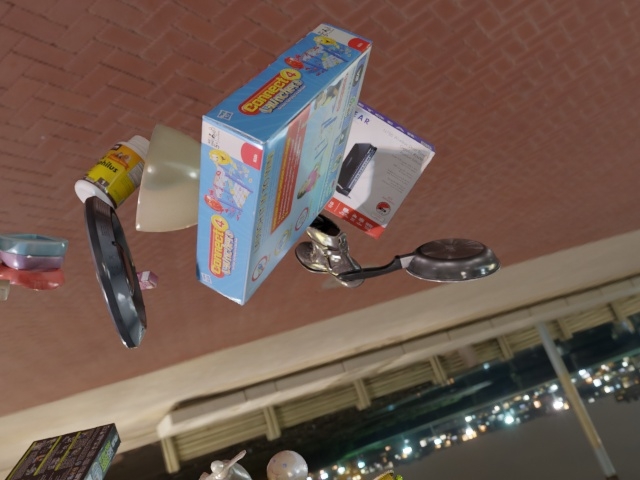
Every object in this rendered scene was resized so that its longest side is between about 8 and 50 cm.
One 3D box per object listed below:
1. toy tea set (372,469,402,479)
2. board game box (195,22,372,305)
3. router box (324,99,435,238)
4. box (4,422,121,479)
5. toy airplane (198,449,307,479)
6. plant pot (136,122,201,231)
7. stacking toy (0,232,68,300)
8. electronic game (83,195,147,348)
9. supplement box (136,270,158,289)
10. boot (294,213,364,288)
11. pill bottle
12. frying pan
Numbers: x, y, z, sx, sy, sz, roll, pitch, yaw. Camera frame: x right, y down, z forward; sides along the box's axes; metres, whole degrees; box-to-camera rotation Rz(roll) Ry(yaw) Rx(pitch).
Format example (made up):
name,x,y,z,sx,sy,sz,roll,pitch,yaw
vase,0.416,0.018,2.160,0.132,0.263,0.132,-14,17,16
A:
name,x,y,z,sx,sy,sz,roll,pitch,yaw
toy tea set,0.120,0.812,1.810,0.336,0.124,0.200,-34,147,-3
board game box,-0.055,-0.111,0.910,0.302,0.086,0.308,-52,163,-42
router box,0.098,-0.216,1.749,0.301,0.335,0.082,-59,-177,23
box,-0.602,0.533,1.434,0.216,0.060,0.270,-14,-167,1
toy airplane,-0.075,0.581,1.310,0.386,0.272,0.384,16,172,-6
plant pot,-0.360,-0.147,1.644,0.191,0.284,0.284,11,153,-11
stacking toy,-0.658,0.012,1.192,0.309,0.130,0.279,8,-175,-4
electronic game,-0.300,0.046,0.910,0.048,0.229,0.229,-15,160,-12
supplement box,-0.599,0.135,2.107,0.083,0.043,0.055,-8,148,17
boot,0.000,0.000,1.600,0.091,0.263,0.229,-50,137,-20
pill bottle,-0.521,-0.174,1.619,0.215,0.117,0.117,-56,180,-31
frying pan,0.215,0.036,1.329,0.326,0.053,0.197,3,-161,23
